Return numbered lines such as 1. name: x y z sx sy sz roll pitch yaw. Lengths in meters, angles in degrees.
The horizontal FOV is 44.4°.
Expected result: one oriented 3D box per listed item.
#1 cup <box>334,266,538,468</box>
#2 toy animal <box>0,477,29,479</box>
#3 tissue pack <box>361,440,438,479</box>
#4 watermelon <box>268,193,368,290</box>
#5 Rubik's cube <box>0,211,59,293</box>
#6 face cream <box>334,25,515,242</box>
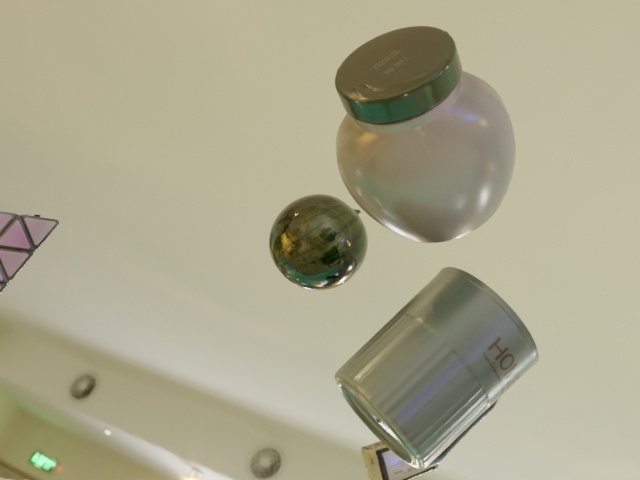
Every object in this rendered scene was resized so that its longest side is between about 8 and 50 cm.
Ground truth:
1. cup: 0.215 0.260 1.534 0.257 0.311 0.331 45 -16 19
2. toy animal: -0.483 0.471 1.212 0.208 0.156 0.204 46 -59 19
3. tissue pack: 0.196 0.530 1.912 0.090 0.170 0.103 -21 -99 63
4. watermelon: -0.004 0.003 1.920 0.243 0.242 0.242 23 -29 13
5. Rubik's cube: -0.621 0.036 1.410 0.191 0.178 0.211 23 -30 -38
6. face cream: 0.181 -0.172 1.391 0.313 0.219 0.357 -16 -49 13
